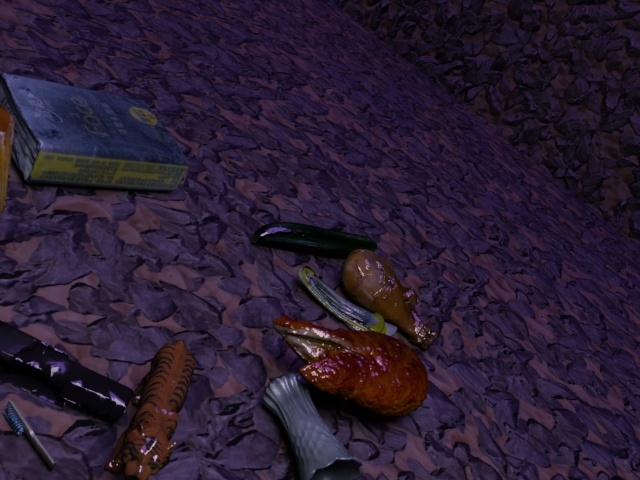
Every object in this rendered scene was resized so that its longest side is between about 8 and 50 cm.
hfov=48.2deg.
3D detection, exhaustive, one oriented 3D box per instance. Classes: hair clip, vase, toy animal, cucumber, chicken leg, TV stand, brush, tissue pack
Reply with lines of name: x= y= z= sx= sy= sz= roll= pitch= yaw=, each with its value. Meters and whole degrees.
hair clip: x=0.038 y=0.108 z=1.155 sx=0.188 sy=0.033 sz=0.060 roll=36 pitch=29 yaw=-1
vase: x=-0.018 y=0.229 z=0.859 sx=0.081 sy=0.081 sz=0.148 roll=10 pitch=32 yaw=-38
toy animal: x=-0.168 y=0.173 z=0.758 sx=0.057 sy=0.099 sz=0.241 roll=28 pitch=29 yaw=-12
cucumber: x=0.000 y=0.000 z=1.268 sx=0.284 sy=0.056 sz=0.056 roll=7 pitch=38 yaw=-40
chicken leg: x=0.118 y=0.100 z=1.214 sx=0.207 sy=0.085 sz=0.101 roll=44 pitch=14 yaw=1
TV stand: x=-0.317 y=0.122 z=0.746 sx=0.249 sy=0.042 sz=0.036 roll=29 pitch=25 yaw=-10
brush: x=-0.285 y=0.191 z=0.696 sx=0.083 sy=0.016 sz=0.013 roll=43 pitch=42 yaw=20
tissue pack: x=-0.358 y=-0.160 z=1.115 sx=0.257 sy=0.081 sz=0.185 roll=1 pitch=41 yaw=-48

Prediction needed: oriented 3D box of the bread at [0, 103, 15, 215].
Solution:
bread: x=-0.464 y=-0.082 z=0.763 sx=0.204 sy=0.156 sz=0.288 roll=19 pitch=30 yaw=10

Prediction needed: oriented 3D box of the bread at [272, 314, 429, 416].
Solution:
bread: x=0.059 y=0.168 z=0.973 sx=0.269 sy=0.095 sz=0.139 roll=31 pitch=12 yaw=-43
